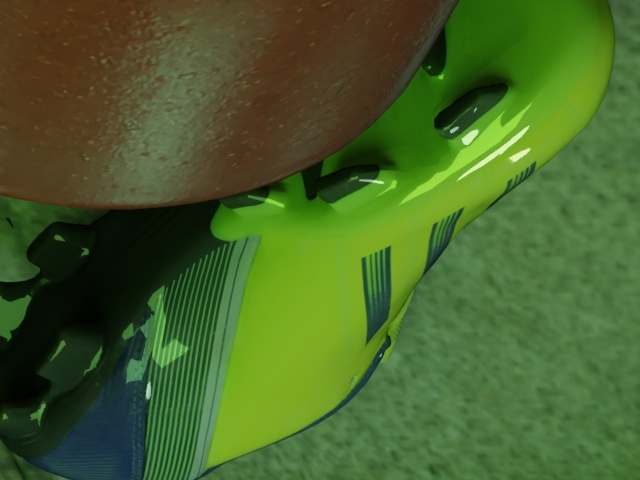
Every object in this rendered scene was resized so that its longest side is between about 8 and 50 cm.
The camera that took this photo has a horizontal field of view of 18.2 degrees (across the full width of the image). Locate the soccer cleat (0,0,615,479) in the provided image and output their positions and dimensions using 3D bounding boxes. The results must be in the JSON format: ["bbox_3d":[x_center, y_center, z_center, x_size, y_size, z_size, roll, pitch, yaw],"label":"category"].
[{"bbox_3d":[0.000,-0.001,0.662,0.121,0.093,0.289,20,138,-36],"label":"soccer cleat"}]

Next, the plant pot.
[{"bbox_3d":[-0.033,-0.160,0.420,0.272,0.272,0.265,26,142,3],"label":"plant pot"}]
